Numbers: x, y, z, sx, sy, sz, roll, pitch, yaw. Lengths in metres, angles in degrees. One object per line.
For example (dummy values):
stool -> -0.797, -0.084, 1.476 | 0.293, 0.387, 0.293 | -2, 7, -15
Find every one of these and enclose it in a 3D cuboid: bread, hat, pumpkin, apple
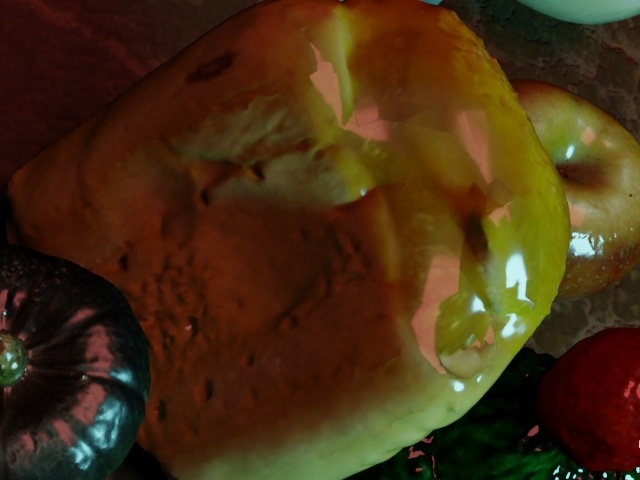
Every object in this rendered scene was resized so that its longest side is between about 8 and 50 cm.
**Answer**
bread -> 0.000, 0.000, 1.359 | 0.361, 0.394, 0.250 | 61, 32, 4
hat -> 0.189, 0.186, 1.446 | 0.274, 0.332, 0.242 | 2, 68, -36
pumpkin -> -0.227, 0.100, 1.251 | 0.212, 0.152, 0.211 | 4, 78, -18
apple -> 0.204, -0.044, 1.672 | 0.235, 0.173, 0.210 | 43, 54, -5

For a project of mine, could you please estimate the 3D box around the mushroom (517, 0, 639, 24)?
mushroom -> 0.299, -0.391, 1.789 | 0.314, 0.336, 0.314 | 13, 62, -25

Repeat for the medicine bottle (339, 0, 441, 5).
medicine bottle -> 0.061, -0.317, 1.697 | 0.135, 0.135, 0.168 | 21, 59, -31
